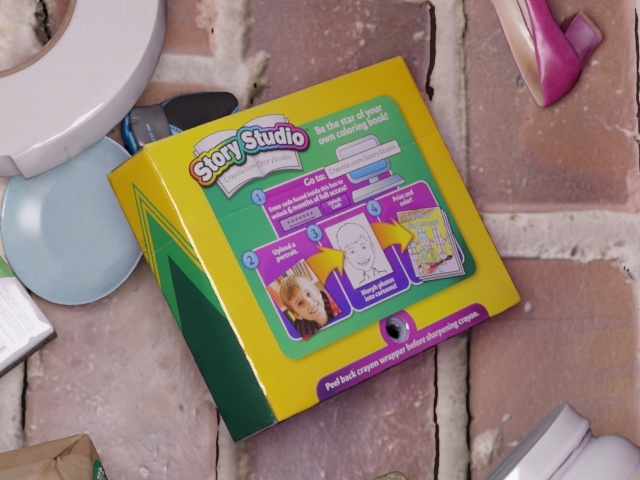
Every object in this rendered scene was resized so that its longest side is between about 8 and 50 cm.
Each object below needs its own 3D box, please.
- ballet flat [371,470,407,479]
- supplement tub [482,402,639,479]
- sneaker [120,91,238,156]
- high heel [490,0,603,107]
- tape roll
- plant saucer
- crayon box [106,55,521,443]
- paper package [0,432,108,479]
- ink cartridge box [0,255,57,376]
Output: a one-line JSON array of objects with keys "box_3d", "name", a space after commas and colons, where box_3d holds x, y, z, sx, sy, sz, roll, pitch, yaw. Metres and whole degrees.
[{"box_3d": [0.177, 0.384, 1.795, 0.348, 0.123, 0.123, 41, 80, 1], "name": "ballet flat"}, {"box_3d": [0.301, 0.348, 1.667, 0.325, 0.235, 0.235, 44, 80, 5], "name": "supplement tub"}, {"box_3d": [-0.104, -0.007, 1.815, 0.139, 0.125, 0.341, -19, 87, -14], "name": "sneaker"}, {"box_3d": [0.211, -0.269, 1.907, 0.244, 0.082, 0.117, 43, 70, -11], "name": "high heel"}, {"box_3d": [-0.364, -0.257, 1.811, 0.392, 0.072, 0.392, -1, 72, 3], "name": "tape roll"}, {"box_3d": [-0.266, -0.024, 1.819, 0.195, 0.037, 0.195, -2, 85, 24], "name": "plant saucer"}, {"box_3d": [0.000, 0.000, 1.760, 0.363, 0.106, 0.313, -23, 83, -36], "name": "crayon box"}, {"box_3d": [-0.335, 0.398, 1.648, 0.309, 0.168, 0.325, -14, 112, -8], "name": "paper package"}, {"box_3d": [-0.416, 0.104, 1.785, 0.208, 0.087, 0.153, -36, 87, -10], "name": "ink cartridge box"}]
